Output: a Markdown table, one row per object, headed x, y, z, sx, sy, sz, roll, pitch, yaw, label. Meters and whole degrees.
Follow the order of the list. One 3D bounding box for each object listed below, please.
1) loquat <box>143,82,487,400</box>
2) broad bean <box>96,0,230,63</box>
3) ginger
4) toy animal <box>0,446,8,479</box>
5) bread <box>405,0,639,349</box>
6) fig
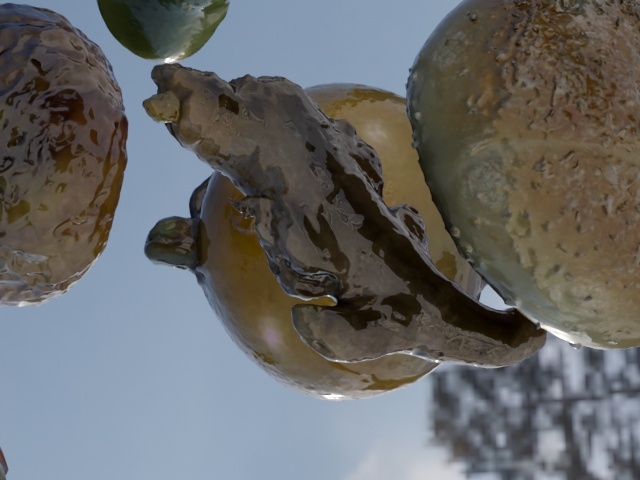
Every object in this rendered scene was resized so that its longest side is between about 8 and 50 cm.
| x | y | z | sx | sy | sz | roll | pitch | yaw | label |
| --- | --- | --- | --- | --- | --- | --- | --- | --- | --- |
| 0.000 | 0.000 | 1.925 | 0.328 | 0.359 | 0.328 | -179 | 90 | -89 | loquat |
| -0.127 | -0.218 | 1.553 | 0.124 | 0.174 | 0.082 | 44 | -135 | -6 | broad bean |
| 0.004 | -0.010 | 1.368 | 0.166 | 0.080 | 0.333 | -36 | -95 | -35 | ginger |
| -0.325 | 0.193 | 1.324 | 0.195 | 0.281 | 0.169 | 61 | -153 | 3 | toy animal |
| 0.203 | -0.066 | 1.358 | 0.305 | 0.159 | 0.305 | 24 | -129 | -34 | bread |
| -0.361 | -0.073 | 1.701 | 0.369 | 0.286 | 0.286 | -2 | -94 | -30 | fig |
